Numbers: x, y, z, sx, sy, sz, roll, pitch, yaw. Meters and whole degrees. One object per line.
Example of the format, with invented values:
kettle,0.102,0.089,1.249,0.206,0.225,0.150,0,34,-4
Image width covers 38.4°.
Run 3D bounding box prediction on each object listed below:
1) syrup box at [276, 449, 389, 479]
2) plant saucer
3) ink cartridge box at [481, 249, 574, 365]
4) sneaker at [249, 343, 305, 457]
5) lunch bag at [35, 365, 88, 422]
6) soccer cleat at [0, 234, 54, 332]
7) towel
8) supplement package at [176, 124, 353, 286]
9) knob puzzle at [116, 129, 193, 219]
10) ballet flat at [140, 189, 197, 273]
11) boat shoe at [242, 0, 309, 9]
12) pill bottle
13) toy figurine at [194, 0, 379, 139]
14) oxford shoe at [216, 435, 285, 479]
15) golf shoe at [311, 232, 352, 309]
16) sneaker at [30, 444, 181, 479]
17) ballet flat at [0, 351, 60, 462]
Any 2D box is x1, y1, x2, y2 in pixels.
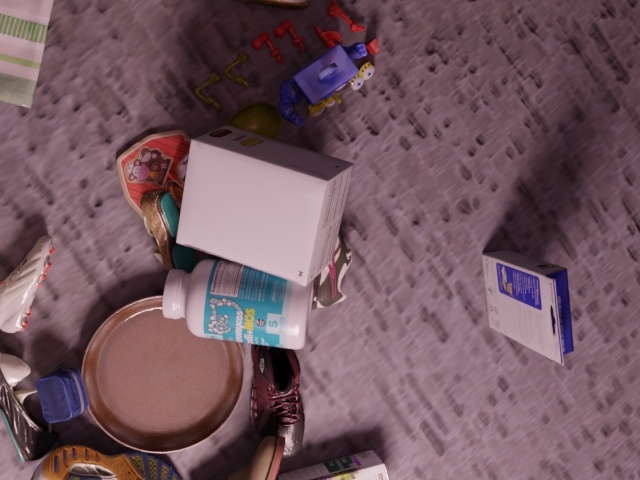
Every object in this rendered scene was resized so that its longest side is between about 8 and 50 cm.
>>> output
syrup box,0.016,0.506,1.857,0.237,0.093,0.096,-13,99,-11
plant saucer,-0.302,0.254,1.779,0.311,0.050,0.310,-1,97,-12
ink cartridge box,0.410,0.121,1.776,0.065,0.333,0.165,-9,100,-11
sneaker,-0.081,0.305,1.775,0.107,0.162,0.281,-12,99,-11
lunch bag,-0.478,0.282,1.708,0.067,0.065,0.098,-11,94,22
soccer cleat,-0.552,0.076,1.695,0.076,0.068,0.196,22,94,-11
towel,-0.606,-0.425,1.636,0.248,0.038,0.324,13,94,-15
supplement package,-0.101,-0.068,1.656,0.262,0.145,0.203,18,113,14
knob puzzle,-0.293,-0.119,1.746,0.213,0.030,0.213,-2,98,-12
ballet flat,-0.290,-0.003,1.742,0.067,0.073,0.206,1,117,28
boat shoe,-0.151,-0.497,1.702,0.277,0.098,0.096,6,95,-21
pill bottle,-0.150,0.113,1.688,0.264,0.146,0.146,7,95,3
toy figurine,-0.040,-0.306,1.685,0.363,0.217,0.191,-34,103,-7
oxford shoe,-0.186,0.509,1.780,0.130,0.123,0.348,30,100,-4
golf shoe,0.000,0.000,1.803,0.120,0.105,0.272,0,103,-28
sneaker,-0.407,0.465,1.764,0.297,0.131,0.111,25,47,-30
ballet flat,-0.571,0.279,1.707,0.096,0.095,0.280,-29,112,-18
